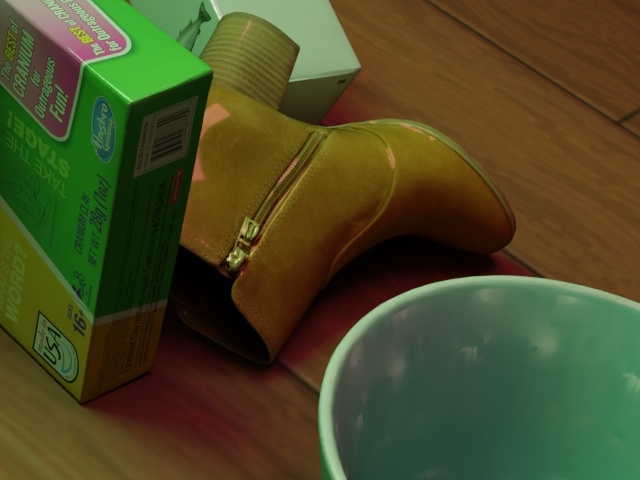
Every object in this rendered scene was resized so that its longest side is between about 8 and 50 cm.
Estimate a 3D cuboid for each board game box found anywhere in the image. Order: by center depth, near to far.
[{"bbox_3d":[-0.211,-0.085,1.136,0.064,0.242,0.316,-26,54,-39],"label":"board game box"}]

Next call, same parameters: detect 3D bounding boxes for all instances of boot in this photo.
[{"bbox_3d":[0.000,-0.001,1.246,0.295,0.104,0.211,34,57,-26],"label":"boot"}]

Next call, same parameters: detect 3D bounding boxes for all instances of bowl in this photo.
[{"bbox_3d":[0.129,0.178,1.002,0.311,0.163,0.311,12,36,-9],"label":"bowl"}]

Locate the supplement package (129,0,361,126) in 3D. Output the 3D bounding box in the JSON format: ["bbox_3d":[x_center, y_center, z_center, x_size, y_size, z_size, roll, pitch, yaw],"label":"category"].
[{"bbox_3d":[-0.065,-0.169,1.379,0.105,0.105,0.179,-11,66,-34],"label":"supplement package"}]
